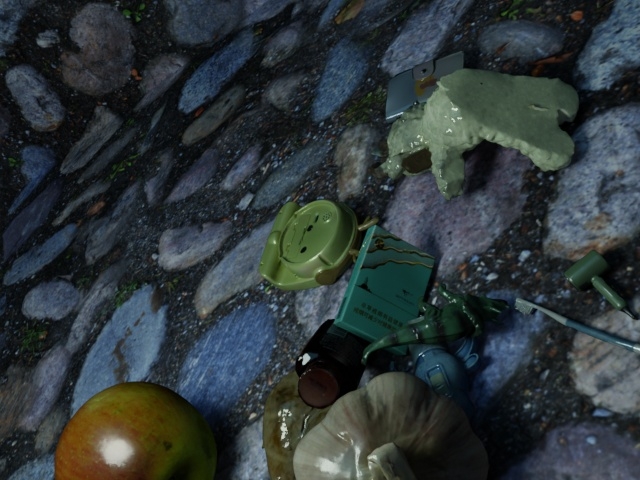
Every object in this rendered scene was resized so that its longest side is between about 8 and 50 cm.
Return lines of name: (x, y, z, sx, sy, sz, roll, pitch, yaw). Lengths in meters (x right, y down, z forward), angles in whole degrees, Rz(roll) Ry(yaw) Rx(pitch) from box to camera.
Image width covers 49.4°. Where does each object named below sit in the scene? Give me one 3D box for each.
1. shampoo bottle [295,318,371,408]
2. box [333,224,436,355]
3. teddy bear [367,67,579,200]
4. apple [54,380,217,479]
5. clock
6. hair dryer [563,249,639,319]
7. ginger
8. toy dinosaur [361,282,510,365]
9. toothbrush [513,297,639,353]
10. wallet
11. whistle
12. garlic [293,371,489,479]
shampoo bottle: (0.025, 0.233, 1.332, 0.084, 0.129, 0.323, -59, -4, 12)
box: (0.138, 0.103, 1.443, 0.041, 0.162, 0.229, -31, 35, 61)
teddy bear: (0.328, -0.220, 1.581, 0.362, 0.376, 0.327, 110, 177, -62)
apple: (-0.394, 0.481, 1.515, 0.340, 0.339, 0.339, -26, 43, 27)
clock: (0.000, 0.000, 1.722, 0.308, 0.096, 0.235, -7, 53, 40)
hair dryer: (0.495, 0.088, 1.205, 0.071, 0.047, 0.150, -43, 48, 11)
ginger: (0.015, 0.376, 1.354, 0.304, 0.155, 0.244, 6, 56, 38)
toy dinosaur: (0.210, 0.149, 1.299, 0.292, 0.079, 0.120, -11, 33, 2)
toothbrush: (0.446, 0.151, 1.206, 0.276, 0.019, 0.025, 23, 81, 52)
wallet: (0.277, -0.394, 1.811, 0.231, 0.069, 0.170, -14, 53, 30)
whistle: (0.219, 0.243, 1.308, 0.180, 0.093, 0.269, -30, 34, 13)
garlic: (0.118, 0.380, 1.138, 0.322, 0.322, 0.241, -42, 12, 9)
